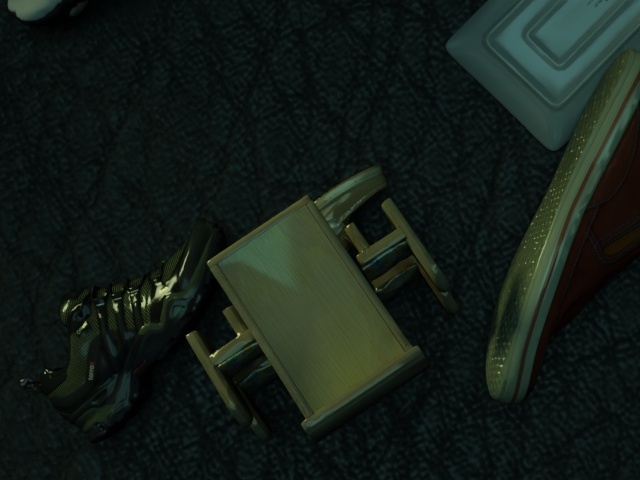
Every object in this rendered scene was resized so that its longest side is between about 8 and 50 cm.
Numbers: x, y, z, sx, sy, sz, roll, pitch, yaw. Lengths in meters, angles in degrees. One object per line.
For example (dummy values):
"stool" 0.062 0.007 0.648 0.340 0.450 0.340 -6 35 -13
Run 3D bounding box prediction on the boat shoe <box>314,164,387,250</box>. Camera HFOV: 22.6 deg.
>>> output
"boat shoe" 0.000 0.000 1.446 0.170 0.063 0.059 -39 85 10

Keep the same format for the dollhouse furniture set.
"dollhouse furniture set" 0.015 0.087 1.338 0.212 0.242 0.161 -34 70 0

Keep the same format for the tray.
"tray" 0.256 -0.225 1.459 0.145 0.030 0.270 45 89 8

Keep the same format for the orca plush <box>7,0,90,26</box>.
"orca plush" -0.189 -0.325 1.480 0.151 0.102 0.287 20 96 34

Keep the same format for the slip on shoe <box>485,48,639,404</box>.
"slip on shoe" 0.238 -0.003 1.400 0.101 0.123 0.331 27 86 -5

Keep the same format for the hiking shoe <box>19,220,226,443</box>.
"hiking shoe" -0.175 0.066 1.438 0.114 0.086 0.227 34 89 4
